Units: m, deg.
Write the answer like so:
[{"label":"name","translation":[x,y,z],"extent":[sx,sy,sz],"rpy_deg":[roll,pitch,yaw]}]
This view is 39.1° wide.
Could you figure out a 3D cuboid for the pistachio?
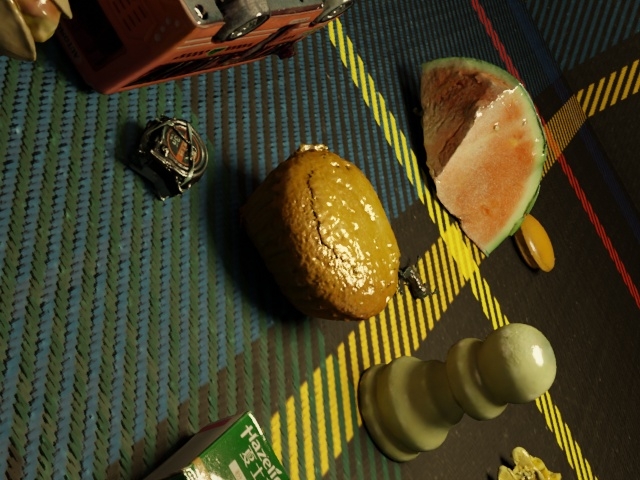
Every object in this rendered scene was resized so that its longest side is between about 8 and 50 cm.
[{"label":"pistachio","translation":[-0.336,-0.271,0.863],"extent":[0.215,0.144,0.144],"rpy_deg":[44,34,-30]}]

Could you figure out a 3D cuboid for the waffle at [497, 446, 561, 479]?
[{"label":"waffle","translation":[0.356,0.467,1.438],"extent":[0.261,0.056,0.250],"rpy_deg":[40,36,-38]}]

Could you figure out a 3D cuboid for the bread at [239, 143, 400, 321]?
[{"label":"bread","translation":[0.004,0.001,1.175],"extent":[0.240,0.139,0.240],"rpy_deg":[38,37,-36]}]

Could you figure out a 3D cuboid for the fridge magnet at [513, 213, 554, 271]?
[{"label":"fridge magnet","translation":[0.477,0.006,2.013],"extent":[0.143,0.063,0.143],"rpy_deg":[40,35,-37]}]

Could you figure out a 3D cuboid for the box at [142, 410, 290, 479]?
[{"label":"box","translation":[-0.079,0.284,0.869],"extent":[0.199,0.081,0.135],"rpy_deg":[63,29,-3]}]

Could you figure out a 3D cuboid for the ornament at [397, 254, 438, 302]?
[{"label":"ornament","translation":[0.151,0.070,1.471],"extent":[0.073,0.028,0.125],"rpy_deg":[63,27,2]}]

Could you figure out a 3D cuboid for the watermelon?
[{"label":"watermelon","translation":[0.346,-0.189,1.783],"extent":[0.292,0.222,0.319],"rpy_deg":[38,43,-38]}]

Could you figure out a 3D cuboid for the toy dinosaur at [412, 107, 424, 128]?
[{"label":"toy dinosaur","translation":[0.217,-0.269,1.851],"extent":[0.058,0.037,0.180],"rpy_deg":[56,37,-13]}]

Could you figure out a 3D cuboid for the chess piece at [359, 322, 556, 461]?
[{"label":"chess piece","translation":[0.193,0.193,1.201],"extent":[0.144,0.251,0.144],"rpy_deg":[39,37,-37]}]

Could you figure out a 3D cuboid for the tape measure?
[{"label":"tape measure","translation":[-0.175,-0.098,1.062],"extent":[0.091,0.054,0.094],"rpy_deg":[50,38,-24]}]

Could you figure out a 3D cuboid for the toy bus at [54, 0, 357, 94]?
[{"label":"toy bus","translation":[-0.137,-0.322,1.139],"extent":[0.203,0.233,0.427],"rpy_deg":[61,31,-2]}]
